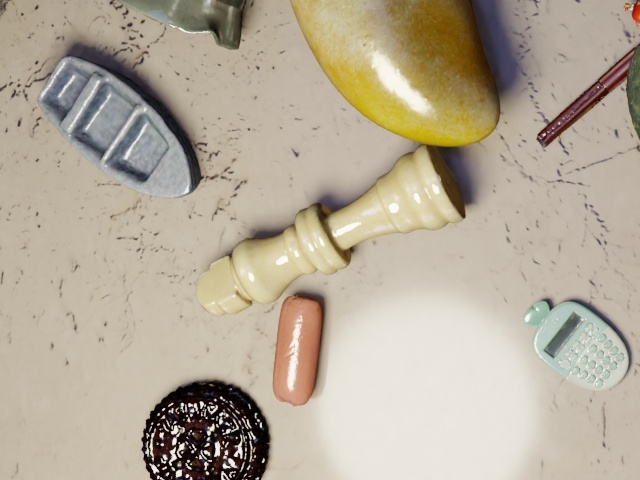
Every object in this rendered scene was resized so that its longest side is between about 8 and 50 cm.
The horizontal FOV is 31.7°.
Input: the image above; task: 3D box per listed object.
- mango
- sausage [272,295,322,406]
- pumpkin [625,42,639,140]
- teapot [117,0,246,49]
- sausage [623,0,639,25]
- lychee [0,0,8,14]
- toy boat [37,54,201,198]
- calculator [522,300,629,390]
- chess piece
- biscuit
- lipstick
[{"bbox_3d":[0.098,-0.283,1.478,0.221,0.199,0.384,-36,85,-9],"label":"mango"},{"bbox_3d":[-0.033,0.155,1.587,0.062,0.062,0.154,7,92,16],"label":"sausage"},{"bbox_3d":[0.525,-0.163,1.314,0.327,0.257,0.291,40,128,-10],"label":"pumpkin"},{"bbox_3d":[-0.150,-0.466,1.546,0.300,0.253,0.344,38,107,47],"label":"teapot"},{"bbox_3d":[0.463,-0.284,1.456,0.145,0.048,0.050,23,90,17],"label":"sausage"},{"bbox_3d":[-0.583,-0.410,1.647,0.299,0.300,0.300,0,90,16],"label":"lychee"},{"bbox_3d":[-0.285,-0.158,1.653,0.283,0.078,0.127,39,99,12],"label":"toy boat"},{"bbox_3d":[0.339,0.136,1.501,0.153,0.021,0.095,38,99,12],"label":"calculator"},{"bbox_3d":[0.000,0.000,1.553,0.397,0.117,0.117,-25,83,16],"label":"chess piece"},{"bbox_3d":[-0.167,0.297,1.630,0.194,0.053,0.195,0,89,16],"label":"biscuit"},{"bbox_3d":[0.357,-0.188,1.496,0.176,0.027,0.027,-42,79,14],"label":"lipstick"}]
